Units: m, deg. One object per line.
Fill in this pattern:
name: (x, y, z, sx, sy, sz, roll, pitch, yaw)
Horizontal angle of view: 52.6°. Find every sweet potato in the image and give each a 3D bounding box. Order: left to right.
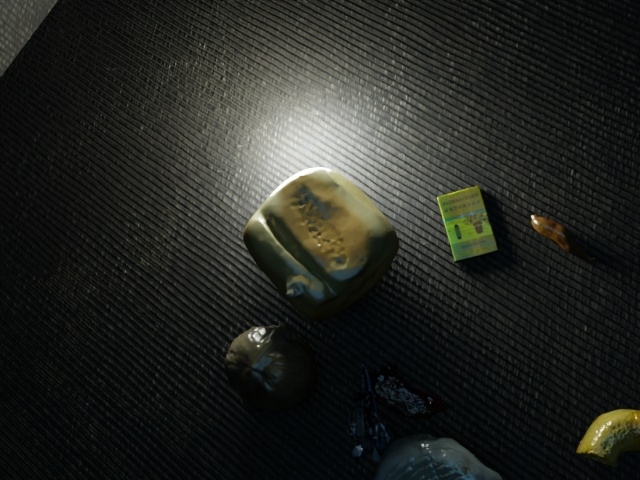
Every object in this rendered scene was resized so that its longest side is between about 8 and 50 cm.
sweet potato: (0.641, -0.007, 1.716, 0.195, 0.056, 0.056, 41, 89, 15)

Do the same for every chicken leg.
chicken leg: (0.218, 0.406, 1.713, 0.233, 0.063, 0.105, 36, 92, 17)

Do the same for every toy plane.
toy plane: (0.117, 0.449, 1.686, 0.169, 0.078, 0.247, -9, 92, 50)

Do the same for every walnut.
walnut: (-0.131, 0.340, 1.728, 0.248, 0.248, 0.249, -3, 76, 13)

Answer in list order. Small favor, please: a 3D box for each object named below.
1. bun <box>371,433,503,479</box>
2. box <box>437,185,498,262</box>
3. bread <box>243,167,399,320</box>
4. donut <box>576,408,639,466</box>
bun: (0.288, 0.634, 1.557, 0.354, 0.194, 0.355, 1, 92, 31)
box: (0.407, -0.045, 1.792, 0.121, 0.030, 0.193, -15, 74, 10)
bread: (0.000, 0.000, 1.762, 0.348, 0.253, 0.376, -43, 73, -5)
donut: (0.763, 0.481, 1.551, 0.258, 0.101, 0.152, 12, 74, 20)
